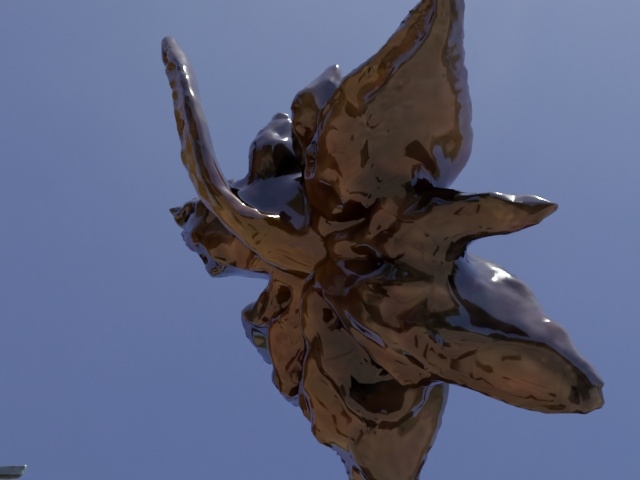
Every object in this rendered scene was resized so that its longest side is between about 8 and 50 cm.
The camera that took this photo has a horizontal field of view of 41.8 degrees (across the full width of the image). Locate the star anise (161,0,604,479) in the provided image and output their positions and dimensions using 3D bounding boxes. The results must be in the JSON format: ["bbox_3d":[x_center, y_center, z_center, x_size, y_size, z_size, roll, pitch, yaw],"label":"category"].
[{"bbox_3d":[0.003,-0.001,0.497,0.292,0.109,0.350,-20,-99,36],"label":"star anise"}]

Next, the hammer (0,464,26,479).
[{"bbox_3d":[-0.269,0.305,0.786,0.226,0.041,0.158,43,-62,-9],"label":"hammer"}]
